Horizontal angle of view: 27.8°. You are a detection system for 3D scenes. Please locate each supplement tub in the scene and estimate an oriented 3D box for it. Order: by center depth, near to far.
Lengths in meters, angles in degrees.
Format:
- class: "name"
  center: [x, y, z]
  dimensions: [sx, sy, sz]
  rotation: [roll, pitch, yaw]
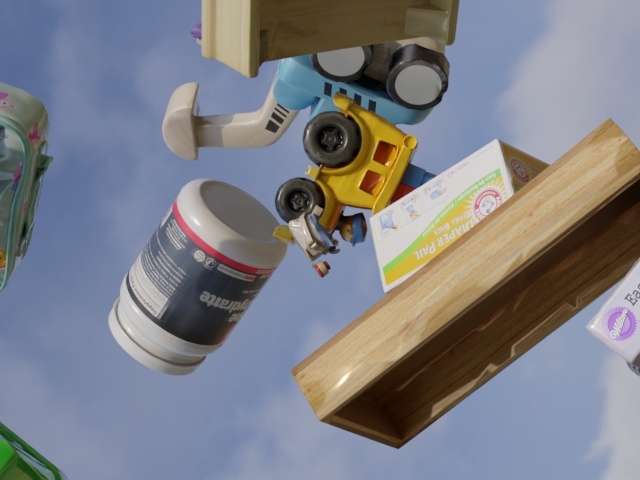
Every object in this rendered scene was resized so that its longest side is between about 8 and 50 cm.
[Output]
- class: "supplement tub"
  center: [-0.193, 0.058, 2.017]
  dimensions: [0.272, 0.191, 0.191]
  rotation: [-54, -16, 23]

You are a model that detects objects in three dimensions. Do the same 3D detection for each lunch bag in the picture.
- class: "lunch bag"
  center: [-0.449, -0.074, 1.583]
  dimensions: [0.108, 0.224, 0.279]
  rotation: [-66, -6, -58]

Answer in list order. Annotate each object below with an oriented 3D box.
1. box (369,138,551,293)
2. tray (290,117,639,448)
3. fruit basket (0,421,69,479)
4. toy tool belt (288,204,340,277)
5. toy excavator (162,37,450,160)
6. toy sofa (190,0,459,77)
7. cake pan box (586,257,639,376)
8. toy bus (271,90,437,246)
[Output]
- class: "box"
  center: [0.172, -0.014, 1.494]
  dimensions: [0.114, 0.203, 0.103]
  rotation: [20, -131, -43]
- class: "tray"
  center: [0.183, 0.057, 1.358]
  dimensions: [0.076, 0.411, 0.203]
  rotation: [57, -167, 30]
- class: "fruit basket"
  center: [-0.422, 0.315, 1.221]
  dimensions: [0.392, 0.283, 0.392]
  rotation: [-51, -8, -10]
- class: "toy tool belt"
  center: [0.000, 0.000, 1.629]
  dimensions: [0.083, 0.051, 0.052]
  rotation: [56, 175, 12]
- class: "toy excavator"
  center: [-0.026, -0.265, 2.316]
  dimensions: [0.222, 0.432, 0.445]
  rotation: [-84, 18, -48]
- class: "toy sofa"
  center: [0.006, -0.340, 1.773]
  dimensions: [0.362, 0.177, 0.150]
  rotation: [-14, -59, -30]
- class: "cake pan box"
  center: [0.403, 0.031, 1.326]
  dimensions: [0.267, 0.070, 0.245]
  rotation: [-53, -33, 7]
- class: "toy bus"
  center: [0.059, -0.066, 1.782]
  dimensions: [0.149, 0.211, 0.220]
  rotation: [5, -69, -87]
